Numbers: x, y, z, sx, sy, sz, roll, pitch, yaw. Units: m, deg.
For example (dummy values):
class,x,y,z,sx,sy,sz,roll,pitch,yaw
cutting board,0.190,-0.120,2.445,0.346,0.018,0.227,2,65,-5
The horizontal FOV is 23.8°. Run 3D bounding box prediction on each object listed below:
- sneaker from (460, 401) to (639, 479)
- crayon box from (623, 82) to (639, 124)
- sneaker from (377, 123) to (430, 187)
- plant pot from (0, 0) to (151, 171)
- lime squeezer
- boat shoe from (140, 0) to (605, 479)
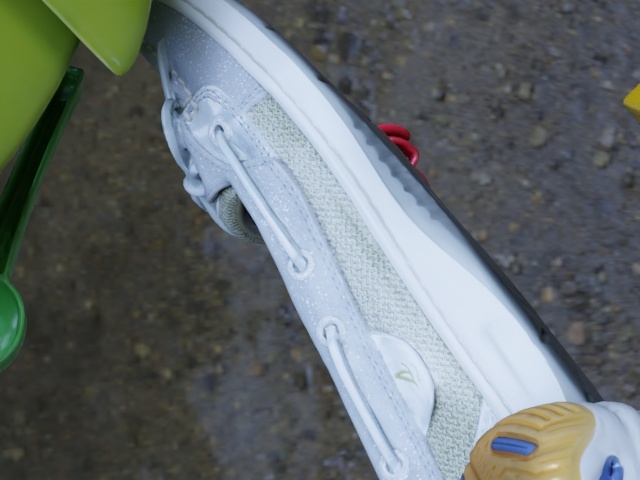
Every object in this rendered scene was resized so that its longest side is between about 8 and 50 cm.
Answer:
class,x,y,z,sx,sy,sz,roll,pitch,yaw
sneaker,0.116,0.206,0.533,0.112,0.131,0.296,-154,68,-70
crayon box,0.305,-0.103,0.845,0.203,0.323,0.083,-44,108,-1
sneaker,0.047,-0.039,1.180,0.128,0.221,0.087,-9,87,40
plant pot,-0.202,-0.146,0.651,0.207,0.227,0.228,-32,38,13
lime squeezer,-0.164,0.036,0.661,0.059,0.310,0.110,29,122,-1
boat shoe,0.002,0.002,0.675,0.103,0.118,0.320,-42,67,6
